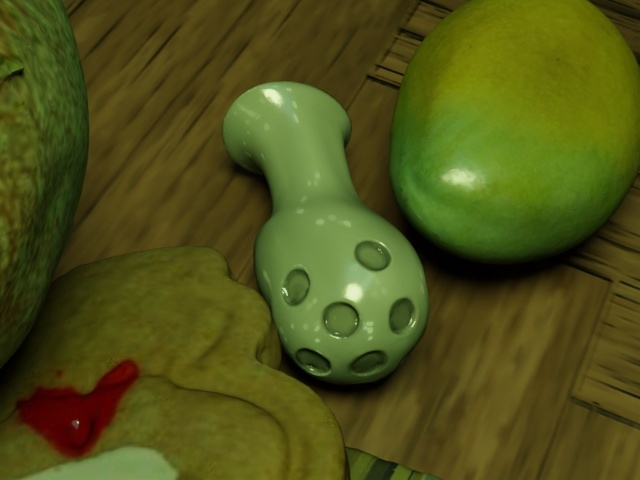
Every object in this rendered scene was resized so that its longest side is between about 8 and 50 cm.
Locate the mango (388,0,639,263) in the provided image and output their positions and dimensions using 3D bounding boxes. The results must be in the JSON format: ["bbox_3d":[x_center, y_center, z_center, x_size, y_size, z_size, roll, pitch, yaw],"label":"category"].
[{"bbox_3d":[0.096,-0.057,0.706,0.130,0.092,0.195,40,41,7],"label":"mango"}]

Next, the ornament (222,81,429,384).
[{"bbox_3d":[0.000,0.000,0.659,0.075,0.081,0.156,30,29,-41],"label":"ornament"}]

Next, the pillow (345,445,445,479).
[{"bbox_3d":[0.009,0.163,0.512,0.212,0.052,0.208,18,51,10],"label":"pillow"}]

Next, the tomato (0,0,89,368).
[{"bbox_3d":[-0.240,-0.023,0.512,0.304,0.239,0.303,4,45,-4],"label":"tomato"}]

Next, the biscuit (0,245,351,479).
[{"bbox_3d":[-0.095,0.119,0.501,0.183,0.047,0.319,6,47,33],"label":"biscuit"}]
